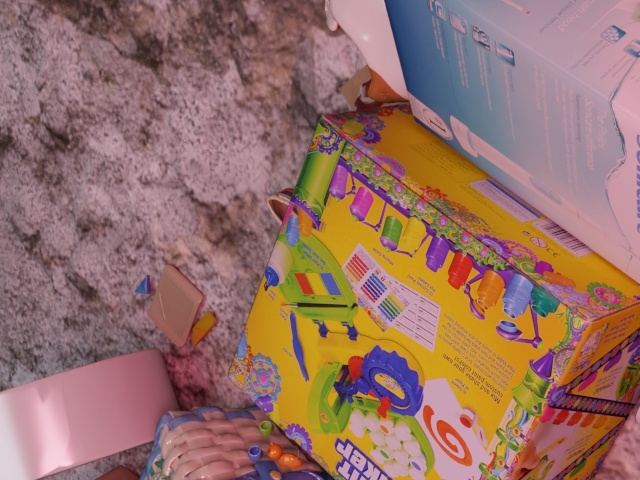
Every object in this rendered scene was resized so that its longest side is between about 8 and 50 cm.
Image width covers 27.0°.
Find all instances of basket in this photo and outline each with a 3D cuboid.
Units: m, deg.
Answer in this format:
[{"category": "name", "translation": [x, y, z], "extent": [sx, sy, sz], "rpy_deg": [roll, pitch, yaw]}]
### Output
[{"category": "basket", "translation": [-0.084, 0.330, 1.354], "extent": [0.289, 0.201, 0.255], "rpy_deg": [48, 127, 38]}]

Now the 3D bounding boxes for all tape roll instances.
[{"category": "tape roll", "translation": [-0.297, 0.209, 1.479], "extent": [0.286, 0.286, 0.100], "rpy_deg": [-25, 82, 44]}]

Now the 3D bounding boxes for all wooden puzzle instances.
[{"category": "wooden puzzle", "translation": [-0.163, 0.074, 1.509], "extent": [0.116, 0.014, 0.078], "rpy_deg": [48, 123, 26]}]

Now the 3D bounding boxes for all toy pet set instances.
[{"category": "toy pet set", "translation": [-0.004, 0.158, 1.301], "extent": [0.114, 0.122, 0.065], "rpy_deg": [9, 140, 18]}]

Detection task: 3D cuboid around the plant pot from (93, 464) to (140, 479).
[{"category": "plant pot", "translation": [-0.235, 0.347, 1.578], "extent": [0.096, 0.109, 0.109], "rpy_deg": [17, 111, 26]}]

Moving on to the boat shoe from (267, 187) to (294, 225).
[{"category": "boat shoe", "translation": [0.000, 0.000, 1.316], "extent": [0.137, 0.043, 0.049], "rpy_deg": [50, 126, 23]}]

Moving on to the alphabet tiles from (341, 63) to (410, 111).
[{"category": "alphabet tiles", "translation": [0.155, -0.114, 1.168], "extent": [0.285, 0.011, 0.342], "rpy_deg": [-38, 73, 42]}]

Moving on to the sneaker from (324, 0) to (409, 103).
[{"category": "sneaker", "translation": [0.033, -0.257, 1.171], "extent": [0.123, 0.106, 0.290], "rpy_deg": [-21, 85, 42]}]

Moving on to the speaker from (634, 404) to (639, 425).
[{"category": "speaker", "translation": [0.316, 0.163, 1.041], "extent": [0.136, 0.055, 0.055], "rpy_deg": [41, 124, 30]}]

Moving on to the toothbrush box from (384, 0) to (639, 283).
[{"category": "toothbrush box", "translation": [0.194, -0.111, 0.962], "extent": [0.295, 0.126, 0.216], "rpy_deg": [41, 165, 32]}]

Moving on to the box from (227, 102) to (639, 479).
[{"category": "box", "translation": [0.108, 0.076, 1.121], "extent": [0.290, 0.177, 0.279], "rpy_deg": [40, 124, 30]}]
